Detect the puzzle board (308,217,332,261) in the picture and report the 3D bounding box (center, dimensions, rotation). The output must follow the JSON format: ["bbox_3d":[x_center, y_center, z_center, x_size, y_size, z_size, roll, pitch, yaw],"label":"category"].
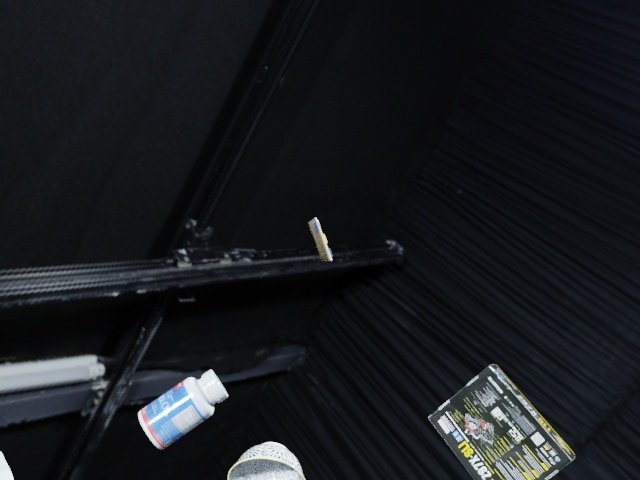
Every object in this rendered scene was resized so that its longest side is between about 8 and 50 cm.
[{"bbox_3d":[0.000,0.000,1.182,0.011,0.096,0.128,-20,-1,-9],"label":"puzzle board"}]

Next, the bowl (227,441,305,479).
[{"bbox_3d":[-0.109,0.495,1.176,0.170,0.080,0.170,3,-58,5],"label":"bowl"}]

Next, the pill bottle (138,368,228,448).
[{"bbox_3d":[-0.370,0.453,1.475,0.221,0.124,0.124,-34,-35,-14],"label":"pill bottle"}]

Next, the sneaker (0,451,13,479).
[{"bbox_3d":[-0.927,0.658,1.380,0.236,0.322,0.130,-15,-88,-38],"label":"sneaker"}]

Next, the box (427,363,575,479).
[{"bbox_3d":[0.509,0.560,1.548,0.257,0.322,0.079,-48,-28,17],"label":"box"}]
